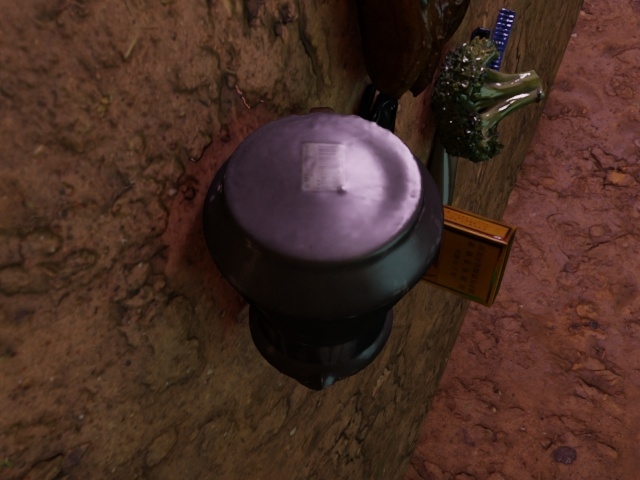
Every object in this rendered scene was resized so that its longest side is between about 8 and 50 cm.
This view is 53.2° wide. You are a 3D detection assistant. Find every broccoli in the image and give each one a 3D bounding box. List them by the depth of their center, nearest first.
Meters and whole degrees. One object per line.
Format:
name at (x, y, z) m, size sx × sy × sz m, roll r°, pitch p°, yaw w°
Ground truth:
broccoli at (0.378, -0.341, 1.546) m, size 0.260 × 0.235 × 0.288 m, roll -41°, pitch 158°, yaw -4°

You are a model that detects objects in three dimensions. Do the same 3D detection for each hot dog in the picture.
hot dog at (0.148, -0.396, 1.009) m, size 0.267 × 0.174 × 0.388 m, roll -61°, pitch 156°, yaw -26°

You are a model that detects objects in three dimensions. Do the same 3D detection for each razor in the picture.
razor at (0.068, -0.198, 1.181) m, size 0.190 × 0.033 × 0.066 m, roll -69°, pitch 159°, yaw -3°

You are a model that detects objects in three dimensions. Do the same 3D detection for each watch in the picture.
watch at (0.479, -0.504, 1.848) m, size 0.276 × 0.068 × 0.275 m, roll -42°, pitch 141°, yaw -48°

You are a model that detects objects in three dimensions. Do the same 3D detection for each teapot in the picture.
teapot at (0.000, 0.000, 0.927) m, size 0.362 × 0.305 × 0.376 m, roll 93°, pitch -3°, yaw -55°

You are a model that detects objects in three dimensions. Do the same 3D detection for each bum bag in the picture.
bum bag at (0.120, -0.195, 1.266) m, size 0.248 × 0.059 × 0.123 m, roll 78°, pitch 32°, yaw -56°

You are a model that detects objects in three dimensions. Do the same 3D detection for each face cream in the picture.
face cream at (0.337, -0.207, 1.752) m, size 0.137 × 0.084 × 0.342 m, roll -7°, pitch 109°, yaw -55°

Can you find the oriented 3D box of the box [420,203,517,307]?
box at (0.295, 0.016, 1.532) m, size 0.084 × 0.301 × 0.193 m, roll -45°, pitch 148°, yaw -46°
